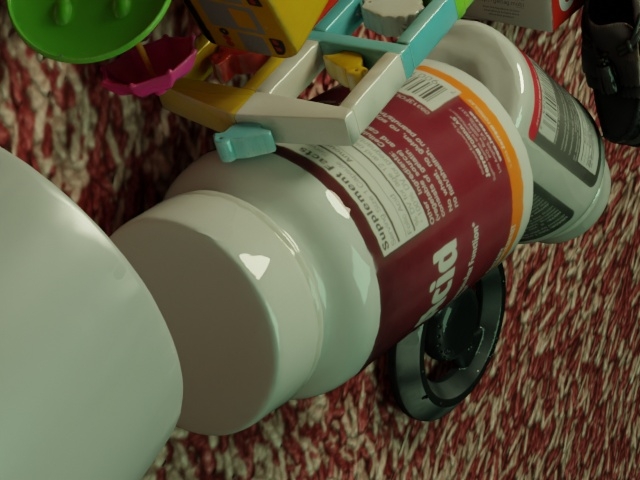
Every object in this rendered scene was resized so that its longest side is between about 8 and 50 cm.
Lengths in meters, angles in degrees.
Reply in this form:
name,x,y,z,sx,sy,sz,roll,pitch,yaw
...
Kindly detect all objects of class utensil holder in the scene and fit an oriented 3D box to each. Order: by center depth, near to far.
name,x,y,z,sx,sy,sz,roll,pitch,yaw
utensil holder,-0.306,0.154,1.016,0.385,0.328,0.327,-53,142,-38

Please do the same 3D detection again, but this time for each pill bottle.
name,x,y,z,sx,sy,sz,roll,pitch,yaw
pill bottle,0.000,0.000,1.528,0.392,0.224,0.224,-33,129,-48
pill bottle,0.189,-0.096,1.838,0.318,0.176,0.176,28,78,-58

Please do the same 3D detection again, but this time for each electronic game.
name,x,y,z,sx,sy,sz,roll,pitch,yaw
electronic game,0.139,0.088,1.955,0.229,0.048,0.229,-30,127,-49

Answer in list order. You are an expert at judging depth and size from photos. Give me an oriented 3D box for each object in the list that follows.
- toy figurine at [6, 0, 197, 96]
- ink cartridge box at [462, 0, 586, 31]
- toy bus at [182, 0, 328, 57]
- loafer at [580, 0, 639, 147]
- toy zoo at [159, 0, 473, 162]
name,x,y,z,sx,sy,sz,roll,pitch,yaw
toy figurine,-0.150,-0.182,1.357,0.159,0.130,0.173,57,29,-67
ink cartridge box,0.254,-0.409,1.861,0.309,0.130,0.272,-42,135,-42
toy bus,-0.012,-0.317,1.472,0.332,0.130,0.108,-62,146,-22
loafer,0.300,-0.243,1.806,0.095,0.109,0.302,-7,105,-36
toy zoo,-0.005,-0.165,1.485,0.293,0.192,0.030,-50,140,-35
